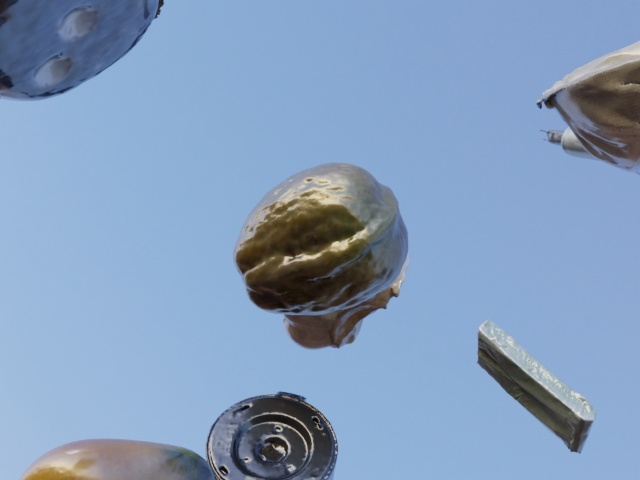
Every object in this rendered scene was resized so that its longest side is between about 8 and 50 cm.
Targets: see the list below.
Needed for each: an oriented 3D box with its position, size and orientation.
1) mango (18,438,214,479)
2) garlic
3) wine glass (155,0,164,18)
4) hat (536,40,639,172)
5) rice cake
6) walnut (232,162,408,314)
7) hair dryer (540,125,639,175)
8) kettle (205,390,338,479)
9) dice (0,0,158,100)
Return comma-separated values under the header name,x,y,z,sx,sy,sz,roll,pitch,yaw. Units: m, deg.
name,x,y,z,sx,sy,sz,roll,pitch,yaw
mango,-0.232,0.293,1.150,0.120,0.221,0.151,-113,-147,-48
garlic,0.021,0.071,1.877,0.185,0.203,0.281,22,-57,-16
wine glass,-0.285,-0.253,1.249,0.074,0.262,0.074,15,-52,19
hat,0.316,-0.082,0.863,0.164,0.219,0.226,-39,-90,19
rice cake,0.317,0.216,1.526,0.226,0.040,0.085,43,-35,31
walnut,0.000,0.000,1.616,0.283,0.283,0.227,-8,-60,44
hair dryer,0.411,-0.124,1.363,0.173,0.107,0.357,28,0,-25
kettle,-0.090,0.405,1.687,0.262,0.203,0.308,-114,-160,-44
dice,-0.268,-0.250,0.923,0.181,0.183,0.182,50,-14,17
